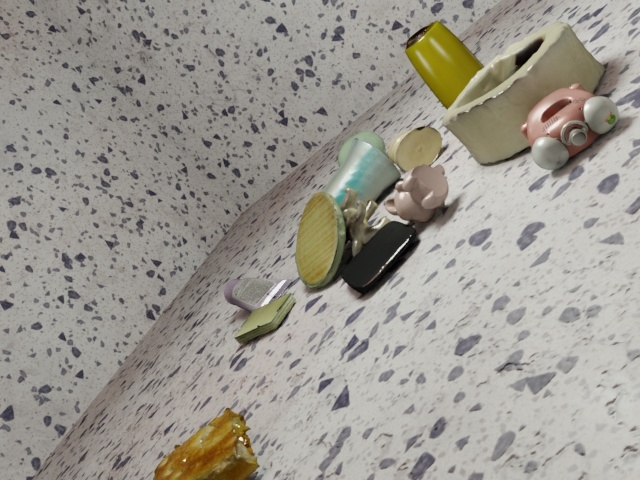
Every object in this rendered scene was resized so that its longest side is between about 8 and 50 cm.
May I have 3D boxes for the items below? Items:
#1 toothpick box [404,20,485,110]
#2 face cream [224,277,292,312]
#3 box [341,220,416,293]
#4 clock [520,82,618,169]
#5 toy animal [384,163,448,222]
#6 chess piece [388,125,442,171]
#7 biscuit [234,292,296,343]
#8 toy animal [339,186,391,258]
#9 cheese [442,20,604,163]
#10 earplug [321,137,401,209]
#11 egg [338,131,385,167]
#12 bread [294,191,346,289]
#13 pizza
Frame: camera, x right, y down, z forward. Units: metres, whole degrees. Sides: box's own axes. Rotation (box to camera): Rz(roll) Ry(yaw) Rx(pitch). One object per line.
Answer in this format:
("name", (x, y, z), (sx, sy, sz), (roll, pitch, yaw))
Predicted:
("toothpick box", (0.398, -0.562, 2.043), (0.175, 0.271, 0.175), (-41, 13, 12))
("face cream", (-0.209, 0.173, 2.062), (0.154, 0.096, 0.273), (-48, 26, -25))
("box", (0.135, 0.035, 1.495), (0.201, 0.042, 0.212), (-46, 14, -6))
("clock", (0.455, -0.215, 1.191), (0.166, 0.093, 0.162), (-39, 17, 20))
("toy animal", (0.221, -0.083, 1.494), (0.124, 0.124, 0.212), (-52, -6, -30))
("chess piece", (0.265, -0.278, 1.959), (0.307, 0.124, 0.139), (-124, 48, -81))
("biscuit", (-0.157, 0.223, 1.815), (0.199, 0.040, 0.121), (-29, 18, 46))
("toy animal", (0.090, -0.045, 1.743), (0.169, 0.121, 0.233), (-61, 23, 1))
("cheese", (0.443, -0.324, 1.437), (0.292, 0.153, 0.332), (-51, 16, -28))
("earplug", (0.074, -0.128, 1.945), (0.324, 0.185, 0.185), (-51, 13, -4))
("egg", (0.146, -0.304, 2.286), (0.192, 0.149, 0.149), (-40, 13, 29))
("bread", (0.000, 0.000, 1.739), (0.267, 0.040, 0.267), (-27, 60, 59))
("pizza", (-0.207, 0.423, 1.242), (0.335, 0.086, 0.226), (-31, 14, 42))
